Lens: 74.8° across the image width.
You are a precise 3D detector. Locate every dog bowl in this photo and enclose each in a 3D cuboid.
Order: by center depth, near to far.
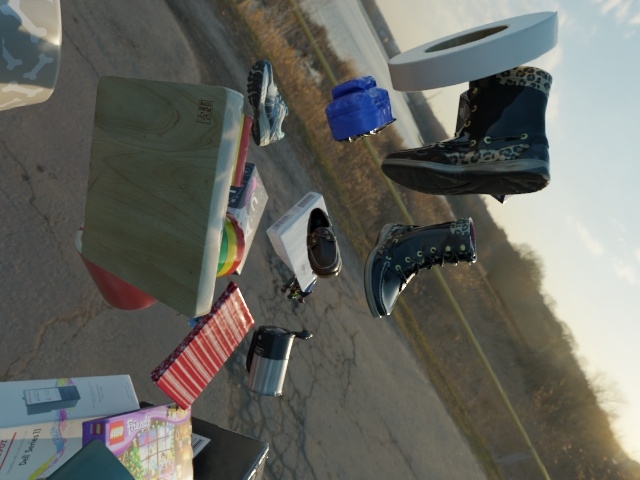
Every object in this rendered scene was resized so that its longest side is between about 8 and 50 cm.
[{"bbox_3d":[-0.467,-0.351,0.577,0.102,0.349,0.348,-17,81,-45],"label":"dog bowl"}]

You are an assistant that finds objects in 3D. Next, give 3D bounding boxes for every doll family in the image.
[{"bbox_3d":[-0.090,0.190,1.667,0.076,0.193,0.111,42,66,-14],"label":"doll family"}]

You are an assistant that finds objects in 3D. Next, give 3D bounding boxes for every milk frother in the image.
[{"bbox_3d":[-0.090,0.267,0.953,0.143,0.134,0.129,13,-1,-19],"label":"milk frother"}]

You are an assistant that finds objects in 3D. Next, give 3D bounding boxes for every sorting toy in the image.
[{"bbox_3d":[-0.195,-0.068,0.550,0.089,0.257,0.255,-4,109,-56],"label":"sorting toy"}]

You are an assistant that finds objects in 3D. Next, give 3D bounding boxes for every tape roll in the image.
[{"bbox_3d":[0.362,-0.463,1.028,0.392,0.392,0.072,-78,152,-61],"label":"tape roll"}]

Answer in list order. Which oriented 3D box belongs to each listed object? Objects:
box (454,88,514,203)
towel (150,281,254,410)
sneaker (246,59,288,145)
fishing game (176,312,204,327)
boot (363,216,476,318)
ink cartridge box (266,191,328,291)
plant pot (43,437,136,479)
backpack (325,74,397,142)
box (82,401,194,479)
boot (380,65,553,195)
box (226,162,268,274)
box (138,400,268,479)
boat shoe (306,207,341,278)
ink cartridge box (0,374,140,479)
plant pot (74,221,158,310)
[{"bbox_3d":[0.537,-0.299,1.326,0.242,0.077,0.307,49,-16,34],"label":"box"},{"bbox_3d":[-0.261,0.246,0.981,0.275,0.031,0.199,-52,153,-29],"label":"towel"},{"bbox_3d":[-0.176,-0.470,1.431,0.110,0.122,0.283,44,-40,41],"label":"sneaker"},{"bbox_3d":[-0.377,0.295,1.500,0.264,0.189,0.041,66,9,-56],"label":"fishing game"},{"bbox_3d":[0.183,0.038,0.760,0.085,0.179,0.236,65,32,-30],"label":"boot"},{"bbox_3d":[-0.041,0.004,1.175,0.181,0.056,0.224,-46,139,-29],"label":"ink cartridge box"},{"bbox_3d":[-0.292,0.426,0.470,0.235,0.293,0.293,-31,95,-41],"label":"plant pot"},{"bbox_3d":[0.059,-0.221,0.713,0.101,0.098,0.120,65,33,-19],"label":"backpack"},{"bbox_3d":[-0.369,0.459,0.879,0.293,0.057,0.200,42,38,-71],"label":"box"},{"bbox_3d":[0.351,-0.259,1.000,0.138,0.377,0.284,36,65,-53],"label":"boot"},{"bbox_3d":[-0.247,-0.063,1.068,0.163,0.142,0.247,77,26,-63],"label":"box"},{"bbox_3d":[-0.459,0.819,1.252,0.297,0.480,0.471,-10,112,-77],"label":"box"},{"bbox_3d":[0.000,0.000,0.945,0.207,0.073,0.073,-105,-177,-55],"label":"boat shoe"},{"bbox_3d":[-0.615,0.413,0.911,0.353,0.207,0.119,13,26,-45],"label":"ink cartridge box"},{"bbox_3d":[-0.610,0.042,1.310,0.243,0.275,0.275,83,-3,-53],"label":"plant pot"}]
